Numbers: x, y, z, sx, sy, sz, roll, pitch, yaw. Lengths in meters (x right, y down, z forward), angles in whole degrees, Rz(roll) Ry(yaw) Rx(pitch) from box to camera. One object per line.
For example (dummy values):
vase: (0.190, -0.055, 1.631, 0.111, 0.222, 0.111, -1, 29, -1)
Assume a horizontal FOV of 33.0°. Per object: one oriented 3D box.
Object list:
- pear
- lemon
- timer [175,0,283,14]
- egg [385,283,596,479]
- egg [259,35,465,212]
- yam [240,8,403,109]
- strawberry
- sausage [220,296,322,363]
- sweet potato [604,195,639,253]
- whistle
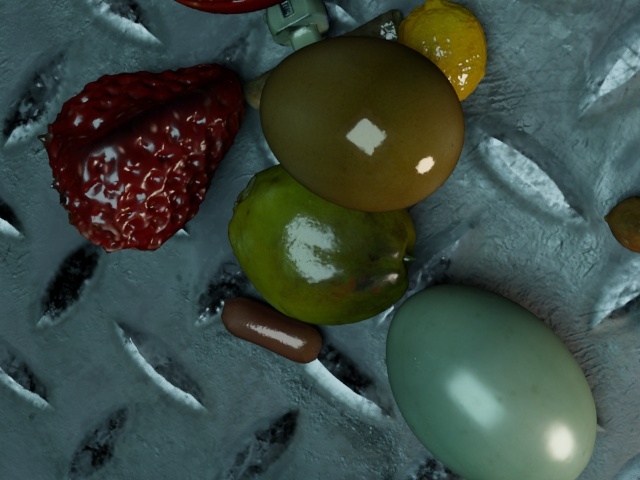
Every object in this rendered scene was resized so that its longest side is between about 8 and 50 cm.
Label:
pear: (0.000, 0.000, 1.753, 0.321, 0.269, 0.269, 15, 110, 16)
lemon: (0.186, -0.283, 1.668, 0.142, 0.142, 0.187, 6, 115, 16)
timer: (-0.127, -0.522, 1.596, 0.378, 0.279, 0.378, -8, 70, 22)
egg: (0.269, 0.237, 1.723, 0.276, 0.276, 0.389, -42, 90, 24)
egg: (0.055, -0.174, 1.574, 0.322, 0.250, 0.250, 25, 113, 30)
yam: (0.002, -0.291, 1.769, 0.300, 0.066, 0.066, -20, 99, 22)
strawberry: (-0.273, -0.154, 1.797, 0.345, 0.317, 0.295, -28, 97, -2)
sausage: (-0.088, 0.159, 1.927, 0.194, 0.077, 0.077, 22, 111, 11)
sweet potato: (0.580, 0.007, 1.655, 0.292, 0.097, 0.097, 24, 112, 9)
whistle: (-0.039, -0.366, 1.727, 0.110, 0.092, 0.244, -26, 73, 17)
